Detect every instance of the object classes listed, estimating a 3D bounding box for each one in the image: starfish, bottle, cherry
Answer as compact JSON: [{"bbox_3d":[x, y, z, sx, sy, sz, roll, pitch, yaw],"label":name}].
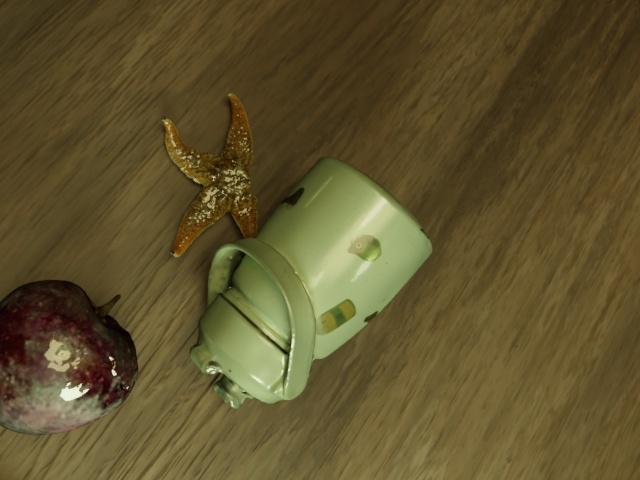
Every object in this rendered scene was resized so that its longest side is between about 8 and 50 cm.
[{"bbox_3d":[-0.164,-0.098,0.976,0.138,0.050,0.247,-3,76,-21],"label":"starfish"},{"bbox_3d":[-0.038,0.069,0.906,0.229,0.229,0.351,44,83,-10],"label":"bottle"},{"bbox_3d":[-0.326,0.148,0.808,0.195,0.195,0.195,3,81,-21],"label":"cherry"}]
